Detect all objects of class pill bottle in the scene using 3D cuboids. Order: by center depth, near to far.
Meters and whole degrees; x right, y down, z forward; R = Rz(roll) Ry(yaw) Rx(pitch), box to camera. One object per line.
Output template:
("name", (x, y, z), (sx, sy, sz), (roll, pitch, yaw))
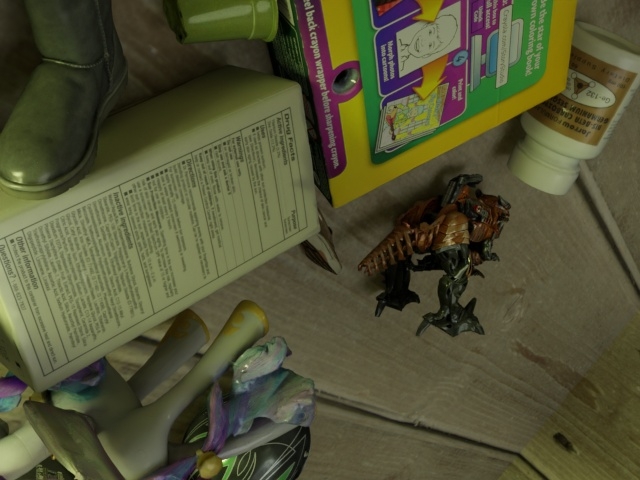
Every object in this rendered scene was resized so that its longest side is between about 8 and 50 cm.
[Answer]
("pill bottle", (0.367, -0.189, 1.250), (0.131, 0.131, 0.229), (-10, 131, -46))

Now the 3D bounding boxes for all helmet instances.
("helmet", (-0.100, 0.276, 1.136), (0.169, 0.169, 0.161), (-26, 158, -33))

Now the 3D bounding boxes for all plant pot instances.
("plant pot", (-0.089, -0.200, 0.729), (0.079, 0.083, 0.083), (-21, 140, -20))

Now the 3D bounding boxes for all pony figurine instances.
("pony figurine", (-0.180, 0.198, 0.797), (0.363, 0.351, 0.303), (-32, 134, -34))

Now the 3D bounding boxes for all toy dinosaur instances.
("toy dinosaur", (0.159, 0.010, 1.235), (0.321, 0.164, 0.218), (-1, 112, -29))

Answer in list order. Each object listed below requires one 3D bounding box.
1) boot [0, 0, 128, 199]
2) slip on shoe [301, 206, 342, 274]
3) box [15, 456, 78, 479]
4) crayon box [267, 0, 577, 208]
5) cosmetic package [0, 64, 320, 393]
("boot", (-0.189, -0.159, 0.591), (0.208, 0.076, 0.190), (101, -2, -49))
("slip on shoe", (0.000, 0.000, 1.078), (0.041, 0.051, 0.135), (-56, 144, -13))
("box", (-0.268, 0.324, 0.911), (0.183, 0.231, 0.056), (-16, 132, -43))
("crayon box", (0.103, -0.238, 0.839), (0.313, 0.106, 0.363), (-29, 145, -12))
("cosmetic package", (-0.155, -0.024, 0.747), (0.309, 0.113, 0.160), (-30, 127, -34))
